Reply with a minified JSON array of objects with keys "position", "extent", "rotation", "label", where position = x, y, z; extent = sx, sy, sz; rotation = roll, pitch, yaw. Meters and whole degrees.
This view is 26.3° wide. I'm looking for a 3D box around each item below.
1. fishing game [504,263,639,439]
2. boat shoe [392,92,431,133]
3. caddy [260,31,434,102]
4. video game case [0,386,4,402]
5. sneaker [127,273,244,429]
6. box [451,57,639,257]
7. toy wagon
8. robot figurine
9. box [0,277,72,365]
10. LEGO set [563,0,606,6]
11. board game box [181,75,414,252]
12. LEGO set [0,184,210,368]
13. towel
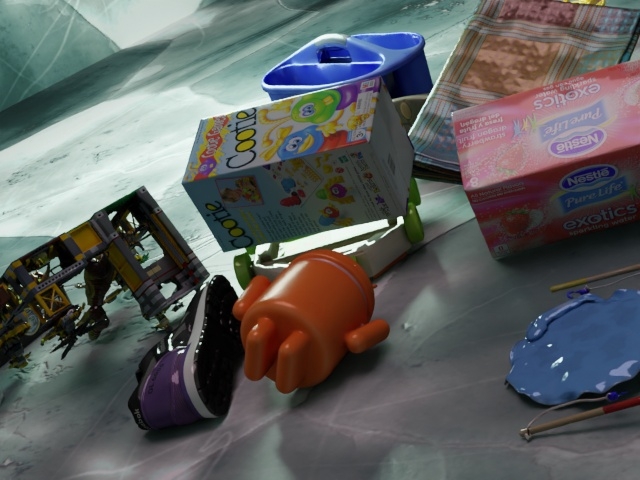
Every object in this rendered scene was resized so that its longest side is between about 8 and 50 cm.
[{"position":[0.285,0.117,1.456],"extent":[0.189,0.041,0.264],"rotation":[-20,25,24],"label":"fishing game"},{"position":[0.233,-0.175,2.121],"extent":[0.355,0.132,0.130],"rotation":[0,17,24],"label":"boat shoe"},{"position":[0.049,-0.287,2.457],"extent":[0.241,0.179,0.341],"rotation":[-35,26,-31],"label":"caddy"},{"position":[-0.477,0.165,1.800],"extent":[0.023,0.201,0.183],"rotation":[-15,22,6],"label":"video game case"},{"position":[-0.175,0.137,1.739],"extent":[0.124,0.107,0.283],"rotation":[-21,20,17],"label":"sneaker"},{"position":[0.333,-0.109,1.739],"extent":[0.300,0.154,0.142],"rotation":[-15,49,13],"label":"box"},{"position":[0.013,0.007,1.919],"extent":[0.267,0.068,0.344],"rotation":[-17,25,9],"label":"toy wagon"},{"position":[-0.012,0.094,1.660],"extent":[0.158,0.128,0.219],"rotation":[-19,19,37],"label":"robot figurine"},{"position":[-0.547,0.149,2.102],"extent":[0.216,0.060,0.270],"rotation":[-3,28,37],"label":"box"},{"position":[0.478,-0.342,2.359],"extent":[0.132,0.107,0.287],"rotation":[-53,23,12],"label":"LEGO set"},{"position":[-0.028,-0.103,1.884],"extent":[0.275,0.144,0.142],"rotation":[-11,42,20],"label":"board game box"},{"position":[-0.315,0.089,1.953],"extent":[0.331,0.192,0.255],"rotation":[-33,-6,-45],"label":"LEGO set"},{"position":[0.294,-0.219,1.982],"extent":[0.271,0.040,0.370],"rotation":[12,56,25],"label":"towel"}]
